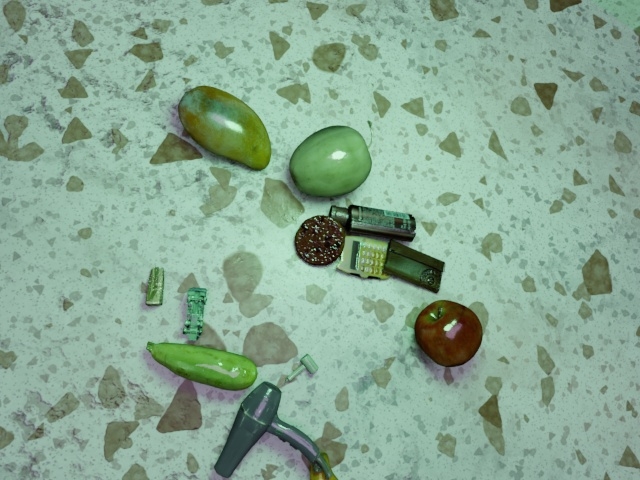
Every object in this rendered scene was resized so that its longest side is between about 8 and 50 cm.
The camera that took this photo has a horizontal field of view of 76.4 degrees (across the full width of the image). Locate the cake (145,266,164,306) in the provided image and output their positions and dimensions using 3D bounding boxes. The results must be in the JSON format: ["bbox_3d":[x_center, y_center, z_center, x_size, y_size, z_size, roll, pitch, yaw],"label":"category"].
[{"bbox_3d":[-0.559,0.160,1.382,0.051,0.055,0.139,1,60,-9],"label":"cake"}]

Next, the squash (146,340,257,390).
[{"bbox_3d":[-0.386,0.400,1.309,0.371,0.118,0.118,15,75,-5],"label":"squash"}]

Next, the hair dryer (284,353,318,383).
[{"bbox_3d":[-0.072,0.453,1.397,0.124,0.038,0.063,-38,86,-10],"label":"hair dryer"}]

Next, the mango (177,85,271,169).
[{"bbox_3d":[-0.335,-0.403,1.469,0.384,0.199,0.221,40,66,-12],"label":"mango"}]

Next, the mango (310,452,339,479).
[{"bbox_3d":[0.018,0.794,1.311,0.098,0.075,0.190,-9,71,-34],"label":"mango"}]

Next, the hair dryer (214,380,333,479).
[{"bbox_3d":[-0.127,0.660,1.284,0.361,0.121,0.301,30,82,6],"label":"hair dryer"}]

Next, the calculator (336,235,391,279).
[{"bbox_3d":[0.176,0.067,1.531,0.237,0.033,0.157,11,74,-10],"label":"calculator"}]

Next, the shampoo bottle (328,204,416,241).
[{"bbox_3d":[0.193,-0.070,1.532,0.323,0.084,0.129,8,50,-8],"label":"shampoo bottle"}]

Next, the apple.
[{"bbox_3d":[0.451,0.331,1.430,0.230,0.230,0.229,2,77,-10],"label":"apple"}]

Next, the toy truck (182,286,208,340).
[{"bbox_3d":[-0.418,0.244,1.371,0.067,0.081,0.175,6,95,-8],"label":"toy truck"}]

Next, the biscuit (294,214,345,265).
[{"bbox_3d":[0.000,0.000,1.479,0.192,0.049,0.191,1,100,7],"label":"biscuit"}]

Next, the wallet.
[{"bbox_3d":[0.356,0.097,1.540,0.243,0.039,0.132,23,69,-12],"label":"wallet"}]

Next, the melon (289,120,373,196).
[{"bbox_3d":[0.041,-0.282,1.475,0.308,0.272,0.271,-3,77,7],"label":"melon"}]
